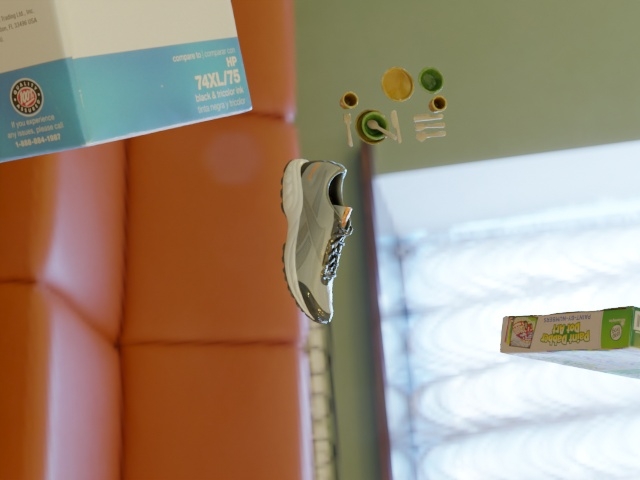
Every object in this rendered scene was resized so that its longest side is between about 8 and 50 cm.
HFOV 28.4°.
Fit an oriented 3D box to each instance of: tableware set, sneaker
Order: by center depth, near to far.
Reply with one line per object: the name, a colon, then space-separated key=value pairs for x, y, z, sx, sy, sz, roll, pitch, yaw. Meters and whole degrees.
tableware set: x=0.099 y=-0.182 z=1.683 sx=0.024 sy=0.154 sz=0.104 roll=155 pitch=-73 yaw=-70
sneaker: x=0.000 y=0.000 z=2.048 sx=0.100 sy=0.108 sz=0.272 roll=1 pitch=85 yaw=-69

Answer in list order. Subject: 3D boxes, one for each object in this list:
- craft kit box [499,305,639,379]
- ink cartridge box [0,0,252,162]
craft kit box: x=0.396 y=0.132 z=1.579 sx=0.246 sy=0.250 sz=0.061 roll=-7 pitch=-108 yaw=62
ink cartridge box: x=-0.207 y=-0.204 z=0.955 sx=0.197 sy=0.198 sz=0.270 roll=-21 pitch=103 yaw=-54
